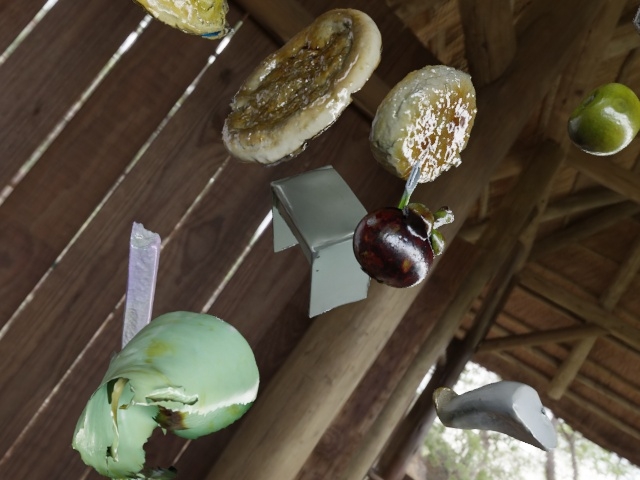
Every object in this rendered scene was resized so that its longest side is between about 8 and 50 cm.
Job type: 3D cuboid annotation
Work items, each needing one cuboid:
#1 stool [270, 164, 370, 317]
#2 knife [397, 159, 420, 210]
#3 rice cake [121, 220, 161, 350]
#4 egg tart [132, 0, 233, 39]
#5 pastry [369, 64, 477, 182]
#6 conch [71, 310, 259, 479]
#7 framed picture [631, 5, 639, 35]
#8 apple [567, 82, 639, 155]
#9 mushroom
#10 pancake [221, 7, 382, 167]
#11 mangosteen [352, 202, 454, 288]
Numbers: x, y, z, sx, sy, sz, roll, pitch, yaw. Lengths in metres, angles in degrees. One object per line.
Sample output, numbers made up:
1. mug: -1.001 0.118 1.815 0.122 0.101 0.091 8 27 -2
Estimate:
1. stool: 0.000 0.000 1.524 0.269 0.170 0.243 94 -28 -48
2. knife: 0.198 -0.100 1.430 0.026 0.184 0.022 -2 31 -39
3. rice cake: -0.401 0.147 1.369 0.064 0.398 0.070 6 29 -15
4. egg tart: -0.245 -0.468 1.061 0.291 0.290 0.107 39 -56 -22
5. pastry: 0.260 -0.293 1.550 0.136 0.329 0.329 40 -6 35
6. conch: -0.141 0.153 0.559 0.137 0.144 0.250 59 13 -7
7. framed picture: 0.609 -0.374 1.030 0.018 0.265 0.192 0 -40 -2
8. apple: 0.757 -0.316 1.646 0.157 0.196 0.196 40 -10 4
9. mushroom: 0.402 0.418 1.492 0.122 0.159 0.329 -1 -10 -33
10. pancake: -0.055 -0.299 1.223 0.071 0.382 0.382 43 -14 -36
11. mangosteen: 0.149 0.000 1.180 0.173 0.184 0.172 26 26 -14
